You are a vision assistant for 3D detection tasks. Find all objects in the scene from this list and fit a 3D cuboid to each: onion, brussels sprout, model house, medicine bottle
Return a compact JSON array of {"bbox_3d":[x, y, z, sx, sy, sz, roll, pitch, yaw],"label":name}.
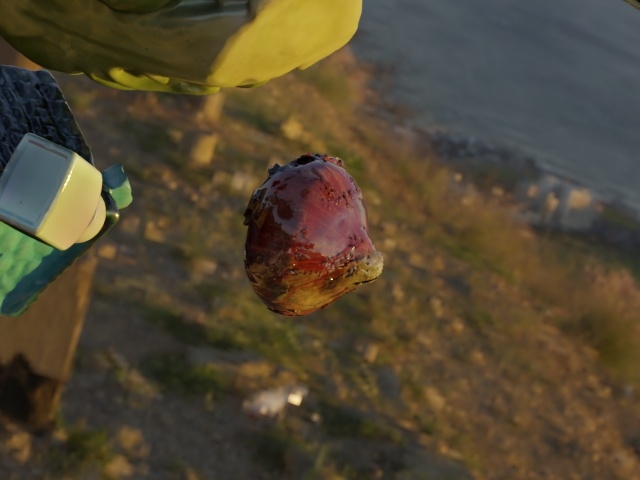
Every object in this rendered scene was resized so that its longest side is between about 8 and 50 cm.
[{"bbox_3d":[0.000,0.000,1.748,0.147,0.184,0.184,16,14,18],"label":"onion"},{"bbox_3d":[-0.119,-0.260,1.291,0.289,0.281,0.355,-26,58,-32],"label":"brussels sprout"},{"bbox_3d":[-0.309,-0.044,1.508,0.241,0.226,0.261,-22,48,-9],"label":"model house"},{"bbox_3d":[-0.215,-0.034,1.314,0.055,0.074,0.118,22,-6,14],"label":"medicine bottle"}]

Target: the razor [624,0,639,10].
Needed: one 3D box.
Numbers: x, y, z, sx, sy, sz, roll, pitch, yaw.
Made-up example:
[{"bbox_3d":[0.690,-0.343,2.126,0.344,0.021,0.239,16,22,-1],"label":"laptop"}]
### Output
[{"bbox_3d":[0.370,-0.333,1.661,0.084,0.211,0.036,43,6,36],"label":"razor"}]
